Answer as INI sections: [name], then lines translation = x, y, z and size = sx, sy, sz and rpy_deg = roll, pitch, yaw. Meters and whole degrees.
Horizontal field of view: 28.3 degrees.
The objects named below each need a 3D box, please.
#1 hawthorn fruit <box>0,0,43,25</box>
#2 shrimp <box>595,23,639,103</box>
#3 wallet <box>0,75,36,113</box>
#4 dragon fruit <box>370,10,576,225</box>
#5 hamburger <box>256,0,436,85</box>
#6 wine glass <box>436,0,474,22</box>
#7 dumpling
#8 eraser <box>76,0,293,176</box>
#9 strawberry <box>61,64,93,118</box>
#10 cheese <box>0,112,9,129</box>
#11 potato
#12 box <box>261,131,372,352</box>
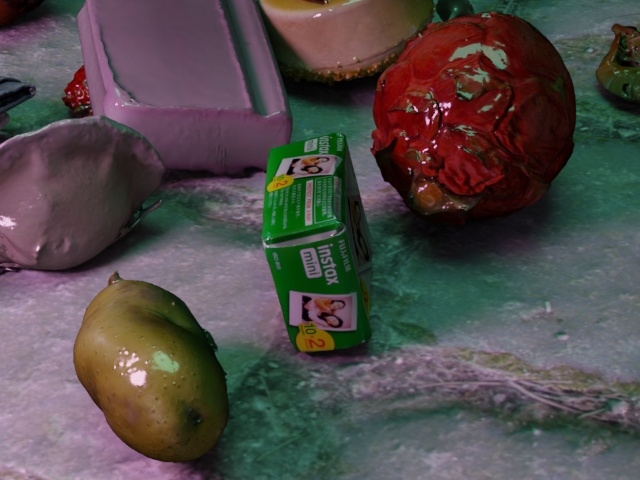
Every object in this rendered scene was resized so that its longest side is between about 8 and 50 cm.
[hawthorn fruit]
translation = -0.617, -0.505, 2.200
size = 0.316, 0.316, 0.316
rpy_deg = -2, 35, 1
[shrimp]
translation = 0.498, -0.278, 1.994
size = 0.145, 0.061, 0.267
rpy_deg = -13, 37, 2
[wallet]
translation = -0.614, -0.205, 1.865
size = 0.342, 0.075, 0.237
rpy_deg = 6, 24, 39
[dragon fruit]
translation = 0.203, -0.160, 1.664
size = 0.277, 0.277, 0.342
rpy_deg = 9, 42, 15
[hamburger]
translation = 0.040, -0.360, 2.019
size = 0.302, 0.170, 0.302
rpy_deg = -11, 38, 9
[wine glass]
translation = 0.186, -0.320, 2.064
size = 0.074, 0.074, 0.262
rpy_deg = 10, 38, 18
[dumpling]
translation = -0.347, -0.072, 1.624
size = 0.293, 0.204, 0.163
rpy_deg = -23, 28, -13
[eraser]
translation = -0.206, -0.257, 1.863
size = 0.272, 0.122, 0.359
rpy_deg = 3, 42, -19
[strawberry]
translation = -0.331, -0.269, 2.004
size = 0.167, 0.087, 0.208
rpy_deg = -11, 34, -10
[cheese]
translation = -0.551, -0.123, 1.822
size = 0.163, 0.070, 0.249
rpy_deg = -2, 34, 2
[potato]
translation = -0.175, 0.139, 1.342
size = 0.143, 0.169, 0.248
rpy_deg = -44, 34, -4
[box]
translation = 0.000, 0.000, 1.523
size = 0.103, 0.180, 0.250
rpy_deg = -12, 33, 7
